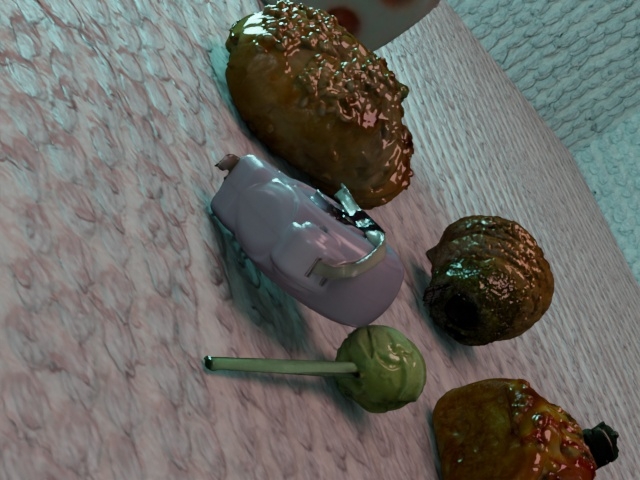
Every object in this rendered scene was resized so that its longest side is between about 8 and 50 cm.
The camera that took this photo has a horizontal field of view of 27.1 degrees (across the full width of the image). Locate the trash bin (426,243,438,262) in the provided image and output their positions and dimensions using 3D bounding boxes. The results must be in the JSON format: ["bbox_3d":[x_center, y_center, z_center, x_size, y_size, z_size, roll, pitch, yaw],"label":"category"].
[{"bbox_3d":[0.203,0.049,1.993,0.061,0.043,0.092,17,46,-64],"label":"trash bin"}]

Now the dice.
[{"bbox_3d":[0.038,-0.447,2.086,0.251,0.259,0.243,48,21,-27],"label":"dice"}]

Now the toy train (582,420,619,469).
[{"bbox_3d":[0.372,0.299,1.877,0.071,0.111,0.170,64,18,10],"label":"toy train"}]

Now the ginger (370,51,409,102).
[{"bbox_3d":[0.031,-0.249,1.930,0.137,0.089,0.290,30,3,41],"label":"ginger"}]

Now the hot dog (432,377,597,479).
[{"bbox_3d":[0.221,0.250,1.477,0.150,0.153,0.256,47,19,-27],"label":"hot dog"}]

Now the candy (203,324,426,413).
[{"bbox_3d":[-0.004,0.122,1.266,0.335,0.092,0.093,8,65,-57],"label":"candy"}]

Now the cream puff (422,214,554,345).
[{"bbox_3d":[0.210,0.070,1.818,0.183,0.183,0.169,55,43,-2],"label":"cream puff"}]

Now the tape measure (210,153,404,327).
[{"bbox_3d":[0.001,0.000,1.330,0.178,0.105,0.196,29,10,-45],"label":"tape measure"}]

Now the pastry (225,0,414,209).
[{"bbox_3d":[0.014,-0.179,1.693,0.311,0.162,0.255,37,23,-50],"label":"pastry"}]
